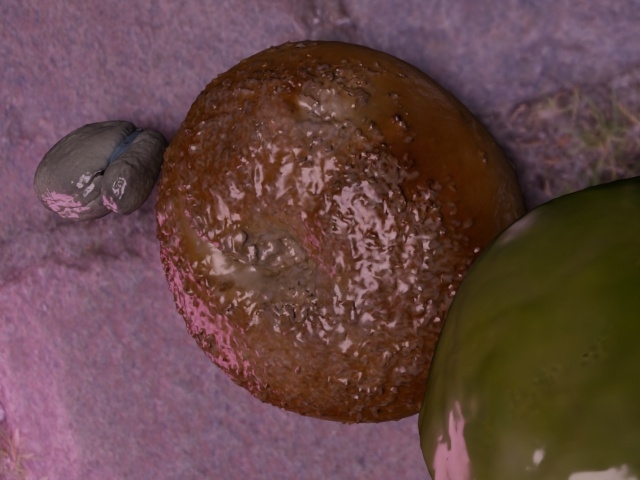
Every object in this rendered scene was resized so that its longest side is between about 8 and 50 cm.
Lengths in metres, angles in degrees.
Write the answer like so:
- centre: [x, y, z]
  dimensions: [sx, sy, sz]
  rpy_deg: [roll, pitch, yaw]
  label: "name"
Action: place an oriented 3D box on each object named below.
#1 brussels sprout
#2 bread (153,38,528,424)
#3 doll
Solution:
- centre: [0.202, 0.124, 0.526]
  dimensions: [0.268, 0.344, 0.344]
  rpy_deg: [1, 101, 55]
  label: "brussels sprout"
- centre: [0.000, 0.000, 0.686]
  dimensions: [0.305, 0.158, 0.306]
  rpy_deg: [6, 103, 26]
  label: "bread"
- centre: [-0.196, -0.063, 0.791]
  dimensions: [0.071, 0.104, 0.214]
  rpy_deg: [45, 160, -27]
  label: "doll"
